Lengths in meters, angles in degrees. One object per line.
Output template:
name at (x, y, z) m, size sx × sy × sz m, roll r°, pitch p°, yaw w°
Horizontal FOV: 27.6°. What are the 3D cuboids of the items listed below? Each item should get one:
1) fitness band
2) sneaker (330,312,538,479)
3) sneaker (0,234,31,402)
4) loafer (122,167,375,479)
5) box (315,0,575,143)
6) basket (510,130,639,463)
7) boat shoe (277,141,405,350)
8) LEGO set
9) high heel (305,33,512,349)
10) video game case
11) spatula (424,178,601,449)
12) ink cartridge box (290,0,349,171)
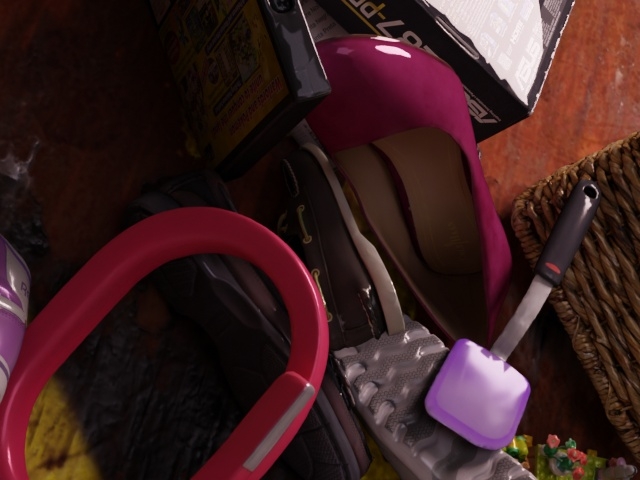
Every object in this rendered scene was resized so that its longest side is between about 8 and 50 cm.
fitness band at (-0.124, 0.108, 0.971) m, size 0.209 × 0.054 × 0.291 m, roll 39°, pitch 82°, yaw 23°
sneaker at (0.089, 0.185, 1.136) m, size 0.105 × 0.115 × 0.281 m, roll -24°, pitch 69°, yaw -29°
sneaker at (-0.348, 0.015, 0.941) m, size 0.282 × 0.102 × 0.161 m, roll 24°, pitch 47°, yaw -19°
loafer at (-0.041, 0.070, 1.090) m, size 0.095 × 0.109 × 0.302 m, roll -39°, pitch 94°, yaw -37°
box at (0.122, -0.331, 1.259) m, size 0.318 × 0.097 × 0.395 m, roll 42°, pitch 50°, yaw -20°
basket at (0.353, 0.036, 1.321) m, size 0.299 × 0.223 × 0.213 m, roll 61°, pitch 15°, yaw 1°
boat shoe at (0.000, 0.000, 1.107) m, size 0.069 × 0.081 × 0.228 m, roll -22°, pitch 45°, yaw -5°
LEGO set at (0.277, 0.252, 1.222) m, size 0.287 × 0.107 × 0.132 m, roll 49°, pitch 58°, yaw -10°
high heel at (0.084, -0.031, 1.087) m, size 0.377 × 0.127 × 0.181 m, roll 32°, pitch 47°, yaw -58°
video game case at (-0.084, -0.191, 1.036) m, size 0.035 × 0.275 × 0.248 m, roll -18°, pitch 86°, yaw -20°
spatula at (0.186, 0.056, 1.153) m, size 0.084 × 0.030 × 0.296 m, roll 34°, pitch 64°, yaw -2°
ink cartridge box at (0.011, -0.212, 1.233) m, size 0.224 × 0.045 × 0.223 m, roll 51°, pitch 58°, yaw -9°
